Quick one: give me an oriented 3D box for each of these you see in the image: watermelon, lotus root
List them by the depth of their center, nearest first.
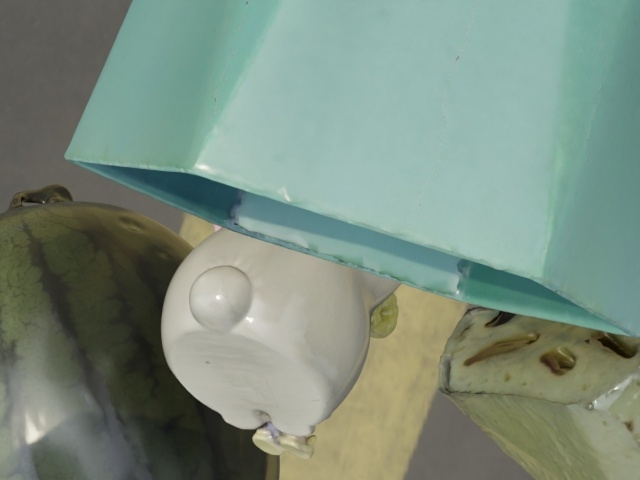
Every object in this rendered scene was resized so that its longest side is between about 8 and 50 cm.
[{"bbox_3d":[0.139,0.094,0.710,0.144,0.070,0.143,46,149,-16],"label":"lotus root"},{"bbox_3d":[-0.174,0.125,1.066,0.279,0.279,0.359,-22,78,23],"label":"watermelon"}]

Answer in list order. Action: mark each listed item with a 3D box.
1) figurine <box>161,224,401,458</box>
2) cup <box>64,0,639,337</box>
[{"bbox_3d":[0.000,0.000,0.932,0.127,0.235,0.155,-5,134,37],"label":"figurine"},{"bbox_3d":[0.046,-0.105,0.380,0.134,0.236,0.148,16,173,27],"label":"cup"}]
